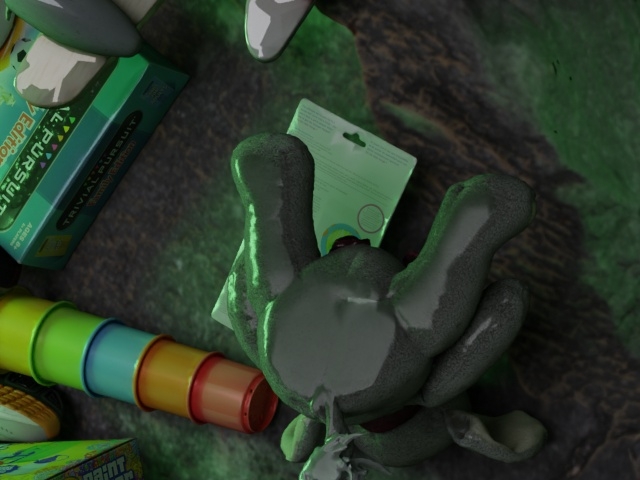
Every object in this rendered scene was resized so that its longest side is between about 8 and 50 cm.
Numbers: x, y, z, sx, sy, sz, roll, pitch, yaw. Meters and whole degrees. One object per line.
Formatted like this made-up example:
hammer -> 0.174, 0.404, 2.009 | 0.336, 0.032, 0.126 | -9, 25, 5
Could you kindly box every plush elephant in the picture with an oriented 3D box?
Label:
plush elephant -> 0.062, 0.096, 1.499 | 0.272, 0.255, 0.330 | 4, 78, 19

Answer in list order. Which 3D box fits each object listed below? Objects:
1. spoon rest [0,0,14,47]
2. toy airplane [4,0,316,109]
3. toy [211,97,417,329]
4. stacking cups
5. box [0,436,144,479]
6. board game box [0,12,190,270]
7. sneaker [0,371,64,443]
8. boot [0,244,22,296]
spoon rest -> -0.446, -0.262, 1.812 | 0.276, 0.084, 0.137 | 10, 95, 15
toy airplane -> -0.147, -0.345, 1.630 | 0.384, 0.272, 0.386 | -14, 70, 16
toy -> 0.000, 0.000, 1.636 | 0.137, 0.056, 0.237 | 30, 103, 24
stacking cups -> -0.189, 0.117, 1.705 | 0.316, 0.096, 0.096 | 10, 89, 27
box -> -0.321, 0.349, 1.658 | 0.290, 0.177, 0.279 | -6, 96, 27
board game box -> -0.335, -0.170, 1.822 | 0.336, 0.079, 0.253 | 41, 103, 26
sneaker -> -0.379, 0.193, 1.803 | 0.262, 0.099, 0.121 | 10, 103, 31
boot -> -0.381, 0.030, 1.797 | 0.106, 0.082, 0.219 | -57, 34, 12
